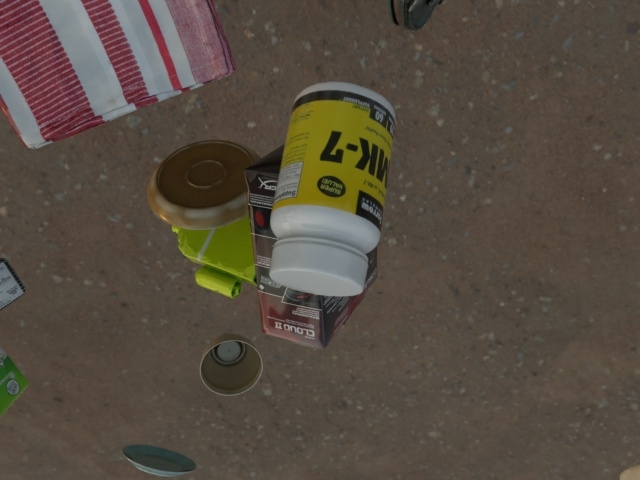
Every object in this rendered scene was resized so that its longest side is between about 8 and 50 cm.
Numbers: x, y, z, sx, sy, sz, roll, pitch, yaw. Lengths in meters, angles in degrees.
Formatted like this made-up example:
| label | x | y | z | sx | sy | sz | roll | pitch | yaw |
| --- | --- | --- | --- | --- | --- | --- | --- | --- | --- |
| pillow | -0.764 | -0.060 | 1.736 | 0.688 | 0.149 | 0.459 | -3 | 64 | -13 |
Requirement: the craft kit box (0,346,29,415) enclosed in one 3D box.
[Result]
| label | x | y | z | sx | sy | sz | roll | pitch | yaw |
| --- | --- | --- | --- | --- | --- | --- | --- | --- | --- |
| craft kit box | -0.488 | 0.153 | 0.671 | 0.061 | 0.250 | 0.246 | -24 | 108 | 14 |

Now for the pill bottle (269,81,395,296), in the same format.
| label | x | y | z | sx | sy | sz | roll | pitch | yaw |
| --- | --- | --- | --- | --- | --- | --- | --- | --- | --- |
| pill bottle | 0.012 | -0.052 | 0.627 | 0.119 | 0.208 | 0.119 | 8 | 162 | 3 |

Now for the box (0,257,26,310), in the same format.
| label | x | y | z | sx | sy | sz | roll | pitch | yaw |
| --- | --- | --- | --- | --- | --- | --- | --- | --- | --- |
| box | -0.393 | 0.081 | 0.518 | 0.184 | 0.191 | 0.045 | 2 | 123 | 37 |

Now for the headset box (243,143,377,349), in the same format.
| label | x | y | z | sx | sy | sz | roll | pitch | yaw |
| --- | --- | --- | --- | --- | --- | --- | --- | --- | --- |
| headset box | 0.000 | 0.000 | 0.868 | 0.110 | 0.218 | 0.293 | 10 | 121 | 24 |

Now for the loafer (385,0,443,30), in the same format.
| label | x | y | z | sx | sy | sz | roll | pitch | yaw |
| --- | --- | --- | --- | --- | --- | --- | --- | --- | --- |
| loafer | 0.138 | -0.335 | 0.652 | 0.084 | 0.096 | 0.267 | 40 | 157 | 17 |

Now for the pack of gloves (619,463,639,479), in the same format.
| label | x | y | z | sx | sy | sz | roll | pitch | yaw |
| --- | --- | --- | --- | --- | --- | --- | --- | --- | --- |
| pack of gloves | 0.235 | 0.081 | 0.336 | 0.046 | 0.195 | 0.232 | 39 | 147 | 16 |

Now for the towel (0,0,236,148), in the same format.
| label | x | y | z | sx | sy | sz | roll | pitch | yaw |
| --- | --- | --- | --- | --- | --- | --- | --- | --- | --- |
| towel | -0.305 | -0.284 | 0.785 | 0.329 | 0.037 | 0.237 | -21 | 116 | -1 |

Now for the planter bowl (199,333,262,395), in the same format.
| label | x | y | z | sx | sy | sz | roll | pitch | yaw |
| --- | --- | --- | --- | --- | --- | --- | --- | --- | --- |
| planter bowl | -0.241 | 0.315 | 1.551 | 0.162 | 0.109 | 0.162 | -4 | 108 | -11 |

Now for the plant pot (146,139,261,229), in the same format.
| label | x | y | z | sx | sy | sz | roll | pitch | yaw |
| --- | --- | --- | --- | --- | --- | --- | --- | --- | --- |
| plant pot | -0.215 | -0.119 | 1.105 | 0.236 | 0.236 | 0.032 | -2 | 140 | 0 |

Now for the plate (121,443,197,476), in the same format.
| label | x | y | z | sx | sy | sz | roll | pitch | yaw |
| --- | --- | --- | --- | --- | --- | --- | --- | --- | --- |
| plate | -0.398 | 0.544 | 1.427 | 0.188 | 0.024 | 0.188 | 17 | 172 | 2 |

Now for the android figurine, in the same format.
| label | x | y | z | sx | sy | sz | roll | pitch | yaw |
| --- | --- | --- | --- | --- | --- | --- | --- | --- | --- |
| android figurine | -0.170 | -0.014 | 1.167 | 0.273 | 0.248 | 0.056 | 17 | 164 | 16 |
